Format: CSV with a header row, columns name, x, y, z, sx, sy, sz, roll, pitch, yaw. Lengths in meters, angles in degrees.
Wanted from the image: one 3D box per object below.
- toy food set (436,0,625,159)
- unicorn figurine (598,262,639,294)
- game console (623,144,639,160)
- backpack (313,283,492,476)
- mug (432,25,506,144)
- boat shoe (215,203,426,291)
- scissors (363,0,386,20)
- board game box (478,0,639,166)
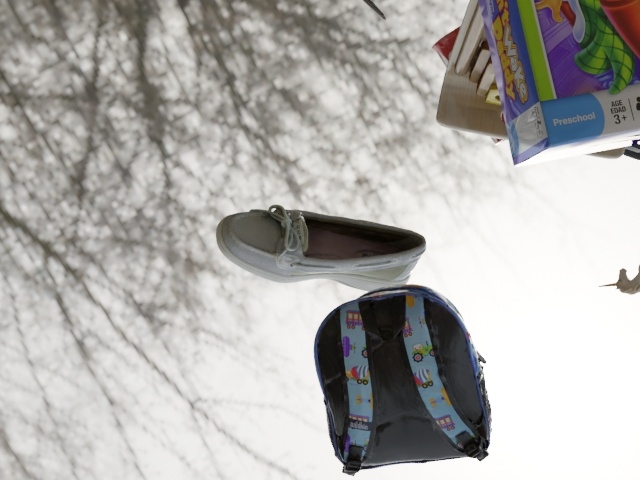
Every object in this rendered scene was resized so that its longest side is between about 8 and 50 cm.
name,x,y,z,sx,sy,sz,roll,pitch,yaw
toy food set,0.246,-0.165,1.373,0.220,0.306,0.092,11,-108,0
unicorn figurine,0.557,0.042,2.212,0.162,0.111,0.060,10,-172,-4
game console,0.416,-0.170,1.757,0.071,0.122,0.107,-100,-149,-57
backpack,0.074,0.115,1.237,0.158,0.173,0.117,-9,-159,12
mug,0.239,-0.227,1.897,0.113,0.169,0.150,-30,178,36
boat shoe,0.001,0.002,2.032,0.103,0.320,0.118,120,-23,-46
scissors,0.002,-0.479,2.266,0.021,0.297,0.109,-35,-174,28
board game box,0.283,-0.200,0.937,0.347,0.233,0.078,-11,175,-11
